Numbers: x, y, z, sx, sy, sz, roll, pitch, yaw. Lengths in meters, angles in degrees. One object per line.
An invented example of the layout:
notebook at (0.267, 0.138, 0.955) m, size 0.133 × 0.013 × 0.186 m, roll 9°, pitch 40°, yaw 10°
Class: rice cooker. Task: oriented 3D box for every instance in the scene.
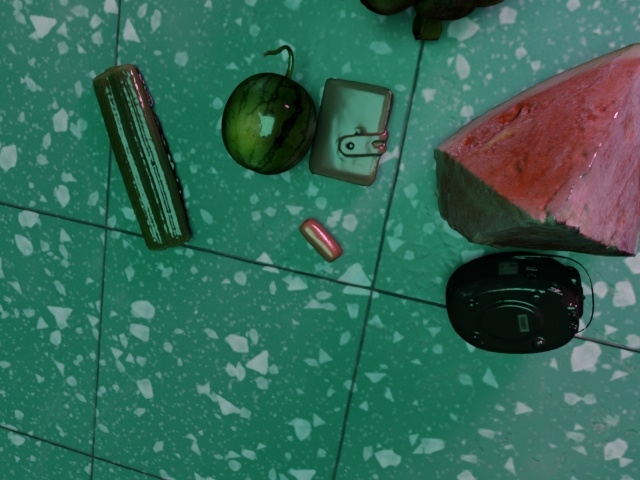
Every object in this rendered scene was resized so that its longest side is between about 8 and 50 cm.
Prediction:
rice cooker at (0.284, 0.091, 0.735) m, size 0.203 × 0.118 × 0.142 m, roll -8°, pitch 109°, yaw 23°

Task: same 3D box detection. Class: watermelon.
watermelon at (-0.067, -0.190, 0.746) m, size 0.141 × 0.141 × 0.187 m, roll 24°, pitch 96°, yaw 7°
watermelon at (0.282, -0.109, 0.632) m, size 0.284 × 0.293 × 0.250 m, roll -2°, pitch 80°, yaw 16°

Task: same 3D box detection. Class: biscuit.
biscuit at (-0.306, -0.139, 0.866) m, size 0.099 × 0.038 × 0.322 m, roll -13°, pitch 99°, yaw 18°

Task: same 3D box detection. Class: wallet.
wallet at (0.047, -0.165, 0.778) m, size 0.118 × 0.039 × 0.152 m, roll 14°, pitch 104°, yaw 12°

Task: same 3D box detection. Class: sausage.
sausage at (0.000, 0.000, 0.827) m, size 0.034 × 0.034 × 0.083 m, roll -42°, pitch 90°, yaw 18°

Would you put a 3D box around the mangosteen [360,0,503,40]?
mangosteen at (0.156, -0.388, 0.612) m, size 0.275 × 0.274 × 0.302 m, roll 13°, pitch 141°, yaw 10°
